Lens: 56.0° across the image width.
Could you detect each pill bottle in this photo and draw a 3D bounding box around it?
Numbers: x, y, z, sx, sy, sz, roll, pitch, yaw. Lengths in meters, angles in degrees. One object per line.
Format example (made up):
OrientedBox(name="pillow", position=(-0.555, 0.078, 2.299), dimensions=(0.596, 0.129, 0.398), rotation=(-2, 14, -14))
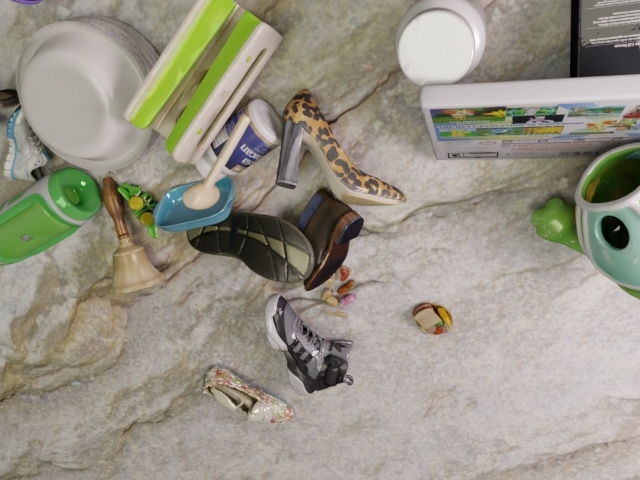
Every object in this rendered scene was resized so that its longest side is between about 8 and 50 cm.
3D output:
OrientedBox(name="pill bottle", position=(-0.155, -0.181, 1.128), dimensions=(0.169, 0.094, 0.094), rotation=(-31, 105, 27))
OrientedBox(name="pill bottle", position=(0.180, -0.300, 0.898), dimensions=(0.131, 0.229, 0.131), rotation=(7, 117, 13))

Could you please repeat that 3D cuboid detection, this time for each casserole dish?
OrientedBox(name="casserole dish", position=(-0.248, -0.068, 1.209), dimensions=(0.189, 0.114, 0.037), rotation=(-10, 137, 19))

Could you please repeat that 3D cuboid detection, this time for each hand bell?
OrientedBox(name="hand bell", position=(-0.425, -0.018, 1.298), dimensions=(0.126, 0.126, 0.241), rotation=(-7, 102, 19))

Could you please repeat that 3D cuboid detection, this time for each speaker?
OrientedBox(name="speaker", position=(-0.618, -0.047, 1.307), dimensions=(0.297, 0.131, 0.131), rotation=(-25, 107, 25))

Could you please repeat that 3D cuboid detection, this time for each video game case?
OrientedBox(name="video game case", position=(0.328, -0.174, 0.902), dimensions=(0.329, 0.300, 0.036), rotation=(1, 84, 15))

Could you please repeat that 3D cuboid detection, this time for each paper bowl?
OrientedBox(name="paper bowl", position=(-0.436, -0.268, 1.133), dimensions=(0.285, 0.148, 0.284), rotation=(6, 116, 13))

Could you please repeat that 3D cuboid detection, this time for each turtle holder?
OrientedBox(name="turtle holder", position=(0.508, -0.046, 0.939), dimensions=(0.228, 0.320, 0.243), rotation=(32, 100, -19))

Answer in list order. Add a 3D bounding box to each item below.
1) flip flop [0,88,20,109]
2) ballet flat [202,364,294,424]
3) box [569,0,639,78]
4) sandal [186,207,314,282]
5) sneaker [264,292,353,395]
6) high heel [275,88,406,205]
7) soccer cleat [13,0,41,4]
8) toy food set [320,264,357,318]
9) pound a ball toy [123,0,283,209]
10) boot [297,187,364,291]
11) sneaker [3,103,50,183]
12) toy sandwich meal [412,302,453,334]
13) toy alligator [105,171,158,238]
OrientedBox(name="flip flop", position=(-0.716, -0.249, 1.238), dimensions=(0.277, 0.112, 0.080), rotation=(-11, 108, 25))
OrientedBox(name="ballet flat", position=(-0.180, 0.387, 1.435), dimensions=(0.241, 0.077, 0.091), rotation=(28, 119, -1))
OrientedBox(name="box", position=(0.507, -0.315, 0.874), dimensions=(0.262, 0.103, 0.184), rotation=(-2, 113, 16))
OrientedBox(name="sandal", position=(-0.137, -0.003, 1.219), dimensions=(0.303, 0.086, 0.120), rotation=(19, 97, 28))
OrientedBox(name="sneaker", position=(-0.014, 0.218, 1.294), dimensions=(0.153, 0.101, 0.268), rotation=(-10, 119, 19))
OrientedBox(name="high heel", position=(0.052, -0.166, 1.103), dimensions=(0.262, 0.093, 0.186), rotation=(12, 79, -20))
OrientedBox(name="soccer cleat", position=(-0.643, -0.502, 1.108), dimensions=(0.319, 0.108, 0.116), rotation=(25, 142, -2))
OrientedBox(name="toy food set", position=(0.040, 0.100, 1.263), dimensions=(0.078, 0.019, 0.122), rotation=(11, 110, 11))
OrientedBox(name="pound a ball toy", position=(-0.179, -0.234, 1.039), dimensions=(0.208, 0.136, 0.319), rotation=(38, 102, 9))
OrientedBox(name="boot", position=(0.000, 0.000, 1.201), dimensions=(0.106, 0.082, 0.219), rotation=(47, 128, 22))
OrientedBox(name="sneaker", position=(-0.607, -0.201, 1.266), dimensions=(0.083, 0.071, 0.190), rotation=(21, 127, -5))
OrientedBox(name="toy sandwich meal", position=(0.231, 0.164, 1.236), dimensions=(0.086, 0.029, 0.085), rotation=(6, 118, 12))
OrientedBox(name="toy alligator", position=(-0.384, -0.091, 1.266), dimensions=(0.051, 0.056, 0.189), rotation=(-36, 105, -16))
